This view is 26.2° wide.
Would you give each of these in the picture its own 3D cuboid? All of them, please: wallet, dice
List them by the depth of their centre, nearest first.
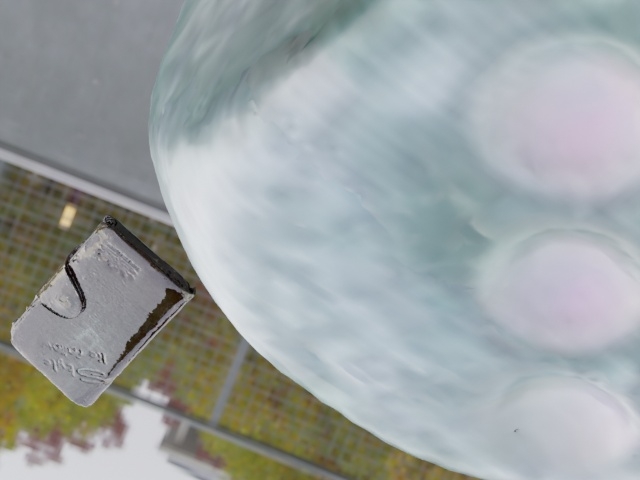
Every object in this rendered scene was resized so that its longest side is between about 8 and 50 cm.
[{"bbox_3d":[0.138,-0.088,0.713,0.348,0.330,0.328,34,134,-22],"label":"dice"},{"bbox_3d":[-0.229,0.077,1.395,0.122,0.232,0.031,42,-140,-5],"label":"wallet"}]
